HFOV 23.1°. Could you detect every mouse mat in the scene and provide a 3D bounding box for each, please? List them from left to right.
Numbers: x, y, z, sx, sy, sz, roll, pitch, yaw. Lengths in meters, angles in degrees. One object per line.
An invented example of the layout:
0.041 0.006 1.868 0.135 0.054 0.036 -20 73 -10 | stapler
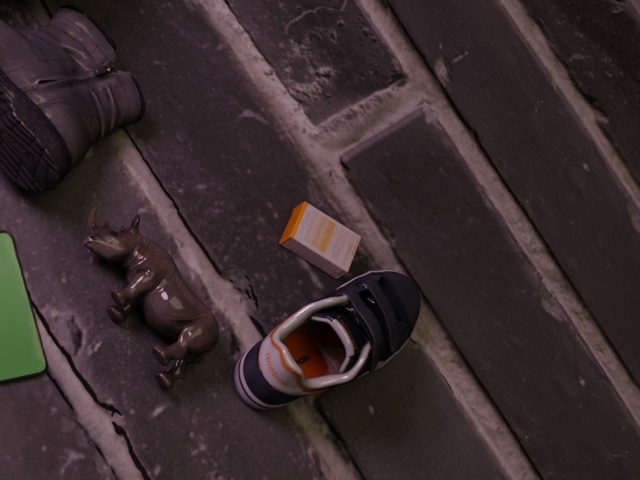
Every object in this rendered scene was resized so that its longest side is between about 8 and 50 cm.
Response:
-0.418 0.085 1.884 0.153 0.007 0.189 -10 76 -33 | mouse mat

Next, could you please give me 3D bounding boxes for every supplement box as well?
0.000 0.000 2.149 0.098 0.036 0.062 33 58 -16 | supplement box

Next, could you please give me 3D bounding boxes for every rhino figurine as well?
-0.218 0.059 1.974 0.106 0.073 0.243 -35 90 -32 | rhino figurine

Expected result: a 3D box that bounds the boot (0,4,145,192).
-0.376 -0.243 1.955 0.338 0.118 0.222 60 40 -20 | boot

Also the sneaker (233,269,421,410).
0.039 0.123 2.074 0.321 0.127 0.126 -31 88 -37 | sneaker
